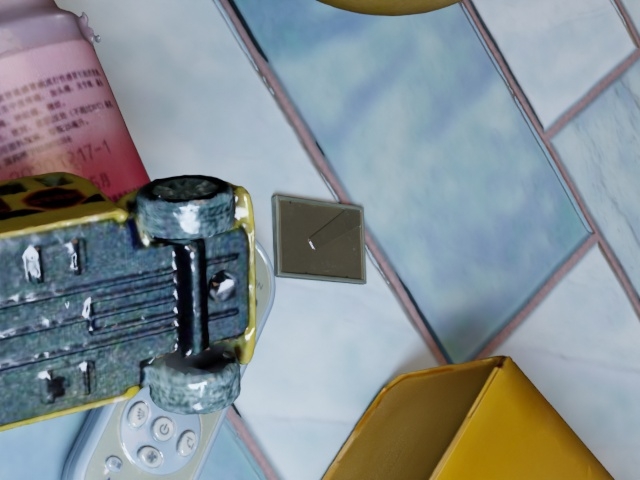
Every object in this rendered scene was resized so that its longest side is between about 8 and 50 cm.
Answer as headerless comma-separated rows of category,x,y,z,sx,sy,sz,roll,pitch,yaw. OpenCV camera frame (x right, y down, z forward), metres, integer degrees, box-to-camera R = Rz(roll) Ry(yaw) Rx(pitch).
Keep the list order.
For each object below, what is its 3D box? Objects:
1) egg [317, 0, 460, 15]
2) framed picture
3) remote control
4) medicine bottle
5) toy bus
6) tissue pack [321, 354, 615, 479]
egg,0.032,-0.338,0.890,0.282,0.282,0.351,-25,97,-38
framed picture,0.000,0.000,0.961,0.089,0.007,0.066,6,75,-36
remote control,-0.103,0.097,0.836,0.087,0.047,0.244,35,61,-22
medicine bottle,-0.198,-0.079,0.746,0.147,0.147,0.247,-26,94,-38
toy bus,-0.198,0.040,0.595,0.335,0.123,0.121,-12,115,-26
tissue pack,0.133,0.255,0.914,0.274,0.145,0.194,49,54,-17
